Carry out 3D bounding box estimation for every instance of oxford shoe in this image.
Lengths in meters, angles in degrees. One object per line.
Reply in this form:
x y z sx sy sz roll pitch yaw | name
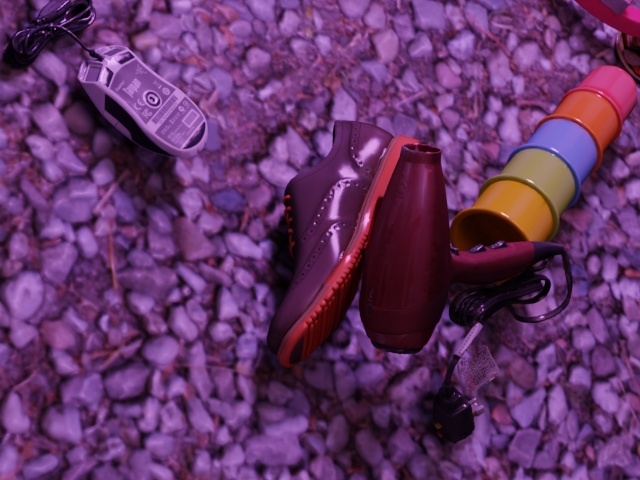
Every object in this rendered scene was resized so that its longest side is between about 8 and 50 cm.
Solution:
0.000 0.000 1.712 0.098 0.097 0.271 23 56 8 | oxford shoe

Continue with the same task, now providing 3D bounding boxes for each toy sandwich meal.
0.375 -0.222 2.106 0.085 0.029 0.086 15 62 -30 | toy sandwich meal

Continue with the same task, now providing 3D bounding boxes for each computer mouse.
-0.187 -0.138 1.653 0.193 0.042 0.106 42 47 -6 | computer mouse

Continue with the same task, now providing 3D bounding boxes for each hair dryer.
0.121 0.025 1.711 0.223 0.080 0.293 -52 136 -25 | hair dryer

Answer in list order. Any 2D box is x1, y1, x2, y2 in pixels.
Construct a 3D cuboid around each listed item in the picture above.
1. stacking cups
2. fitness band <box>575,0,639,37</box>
0.250 -0.083 1.908 0.096 0.096 0.316 49 51 -8 | stacking cups
0.329 -0.356 2.100 0.291 0.054 0.209 45 49 0 | fitness band
